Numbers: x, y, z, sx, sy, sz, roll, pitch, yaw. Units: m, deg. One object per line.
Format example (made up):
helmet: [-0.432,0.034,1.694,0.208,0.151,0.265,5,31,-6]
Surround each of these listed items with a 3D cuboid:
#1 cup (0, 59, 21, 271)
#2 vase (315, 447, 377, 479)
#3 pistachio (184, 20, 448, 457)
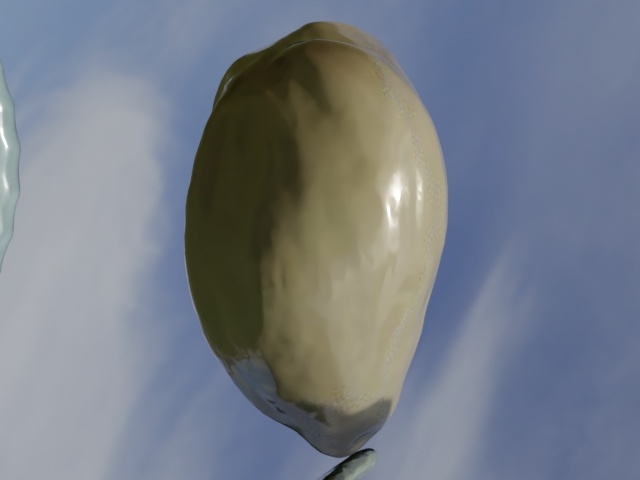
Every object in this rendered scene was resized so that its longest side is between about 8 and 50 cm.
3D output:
cup: [-0.300,-0.027,0.661,0.331,0.257,0.311,-52,-158,-3]
vase: [0.017,0.317,0.913,0.245,0.291,0.245,-36,171,-7]
pistachio: [0.000,0.000,1.086,0.207,0.226,0.332,3,-86,50]
